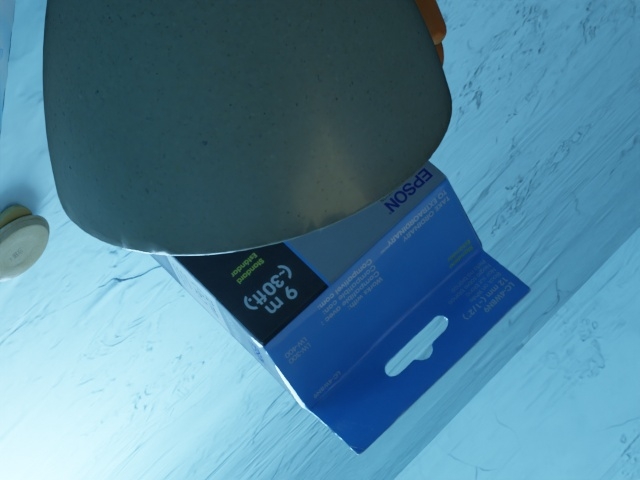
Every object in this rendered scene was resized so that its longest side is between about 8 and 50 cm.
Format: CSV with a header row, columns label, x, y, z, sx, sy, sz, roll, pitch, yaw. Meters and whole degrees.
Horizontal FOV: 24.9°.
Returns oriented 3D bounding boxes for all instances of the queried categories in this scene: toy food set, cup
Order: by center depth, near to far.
label,x,y,z,sx,sy,sz,roll,pitch,yaw
cup,-0.077,-0.180,1.122,0.331,0.331,0.237,-34,129,-28
toy food set,-0.290,0.006,1.358,0.082,0.020,0.083,-49,157,4

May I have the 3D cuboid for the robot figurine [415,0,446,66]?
label,x,y,z,sx,sy,sz,roll,pitch,yaw
robot figurine,0.040,-0.212,1.357,0.158,0.219,0.128,-15,-164,16

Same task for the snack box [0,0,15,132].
label,x,y,z,sx,sy,sz,roll,pitch,yaw
snack box,-0.316,-0.127,1.051,0.187,0.060,0.322,-29,150,-38

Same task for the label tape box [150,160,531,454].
label,x,y,z,sx,sy,sz,roll,pitch,yaw
label tape box,0.000,0.000,1.432,0.249,0.347,0.115,-42,156,-13
